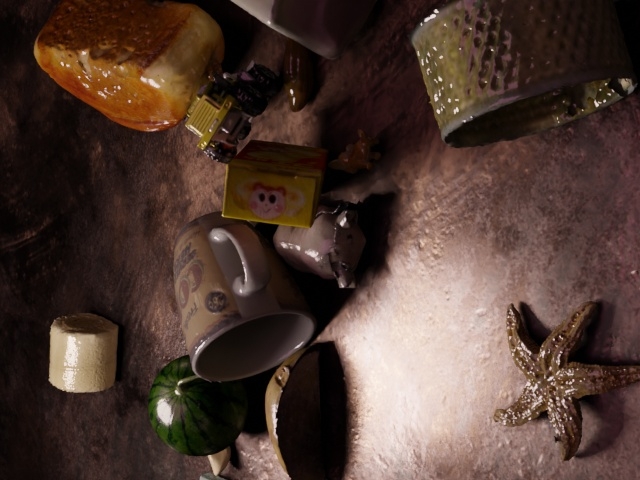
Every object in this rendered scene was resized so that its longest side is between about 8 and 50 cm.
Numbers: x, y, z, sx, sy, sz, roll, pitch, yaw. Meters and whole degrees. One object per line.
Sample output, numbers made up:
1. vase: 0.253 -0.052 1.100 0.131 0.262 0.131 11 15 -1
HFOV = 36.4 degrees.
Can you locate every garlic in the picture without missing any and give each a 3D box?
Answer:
1. garlic: -0.203 0.410 1.899 0.083 0.053 0.041 61 147 2

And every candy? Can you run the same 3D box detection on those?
1. candy: -0.066 -0.096 1.553 0.146 0.276 0.088 8 103 -1
2. candy: -0.095 -0.446 1.591 0.358 0.208 0.145 39 105 34

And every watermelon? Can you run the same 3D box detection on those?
1. watermelon: -0.231 0.302 1.807 0.188 0.215 0.188 -7 66 15

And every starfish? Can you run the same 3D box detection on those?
1. starfish: 0.332 0.189 1.375 0.277 0.062 0.236 -32 67 45

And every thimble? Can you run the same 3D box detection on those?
1. thimble: 0.260 -0.229 1.246 0.270 0.270 0.150 -22 80 43

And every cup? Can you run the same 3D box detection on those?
1. cup: -0.154 0.064 1.681 0.257 0.227 0.301 62 157 27

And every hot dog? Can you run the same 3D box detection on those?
1. hot dog: -0.338 -0.331 1.838 0.405 0.223 0.185 17 67 35

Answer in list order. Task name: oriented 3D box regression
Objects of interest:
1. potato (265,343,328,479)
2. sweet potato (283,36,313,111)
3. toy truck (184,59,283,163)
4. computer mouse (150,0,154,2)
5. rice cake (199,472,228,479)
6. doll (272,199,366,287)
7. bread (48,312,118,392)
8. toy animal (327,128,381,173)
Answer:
1. potato: -0.062 0.312 1.716 0.100 0.120 0.261 3 96 50
2. sweet potato: -0.040 -0.314 1.673 0.053 0.054 0.182 -2 90 35
3. toy truck: -0.146 -0.231 1.625 0.111 0.286 0.136 35 112 -6
4. computer mouse: -0.377 -0.493 1.970 0.089 0.056 0.182 16 109 20
5. rice cake: -0.155 0.513 1.873 0.221 0.042 0.080 7 97 42
6. doll: 0.000 0.000 1.637 0.192 0.095 0.149 7 97 46
7. bread: -0.522 0.245 2.135 0.148 0.134 0.141 13 103 31
8. toy animal: 0.053 -0.144 1.598 0.083 0.060 0.081 5 137 42
